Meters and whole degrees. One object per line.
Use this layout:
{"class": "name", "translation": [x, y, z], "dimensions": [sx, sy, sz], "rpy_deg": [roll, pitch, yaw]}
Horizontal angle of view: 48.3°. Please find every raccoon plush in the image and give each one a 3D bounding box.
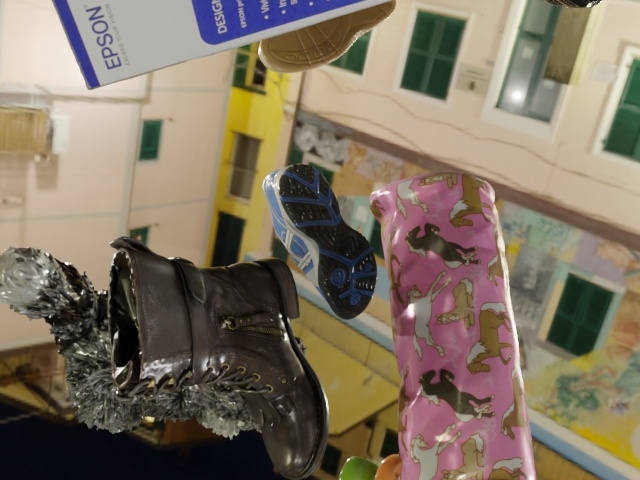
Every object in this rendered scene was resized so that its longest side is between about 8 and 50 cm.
{"class": "raccoon plush", "translation": [-0.207, 0.166, 0.986], "dimensions": [0.299, 0.216, 0.446], "rpy_deg": [2, 163, 18]}

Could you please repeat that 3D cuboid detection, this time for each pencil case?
{"class": "pencil case", "translation": [0.147, 0.111, 0.829], "dimensions": [0.167, 0.386, 0.160], "rpy_deg": [-12, 163, 32]}

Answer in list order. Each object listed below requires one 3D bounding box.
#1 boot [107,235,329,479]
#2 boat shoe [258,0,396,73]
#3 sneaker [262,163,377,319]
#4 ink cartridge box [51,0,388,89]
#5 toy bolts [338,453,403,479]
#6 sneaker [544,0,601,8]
{"class": "boot", "translation": [-0.106, 0.126, 0.699], "dimensions": [0.091, 0.263, 0.229], "rpy_deg": [-21, 168, 34]}
{"class": "boat shoe", "translation": [0.003, -0.212, 0.727], "dimensions": [0.170, 0.063, 0.059], "rpy_deg": [-33, -168, -26]}
{"class": "sneaker", "translation": [0.000, 0.000, 0.846], "dimensions": [0.080, 0.211, 0.081], "rpy_deg": [-34, -156, -23]}
{"class": "ink cartridge box", "translation": [0.025, -0.218, 0.381], "dimensions": [0.371, 0.175, 0.069], "rpy_deg": [-21, -133, -12]}
{"class": "toy bolts", "translation": [0.140, 0.467, 1.104], "dimensions": [0.158, 0.218, 0.228], "rpy_deg": [-14, 133, 45]}
{"class": "sneaker", "translation": [0.250, -0.341, 0.747], "dimensions": [0.087, 0.227, 0.130], "rpy_deg": [-33, -150, 4]}
